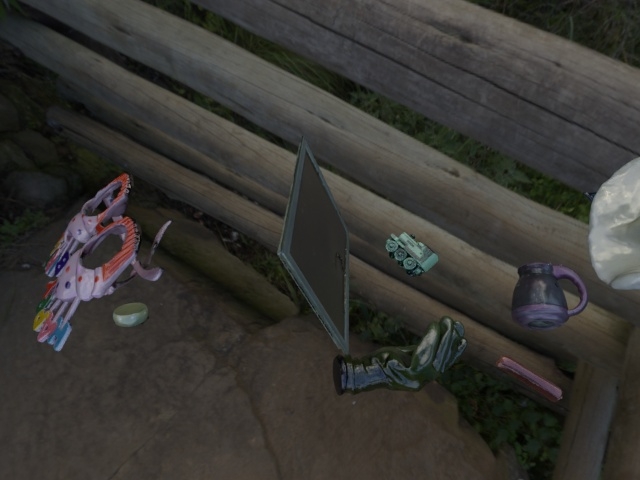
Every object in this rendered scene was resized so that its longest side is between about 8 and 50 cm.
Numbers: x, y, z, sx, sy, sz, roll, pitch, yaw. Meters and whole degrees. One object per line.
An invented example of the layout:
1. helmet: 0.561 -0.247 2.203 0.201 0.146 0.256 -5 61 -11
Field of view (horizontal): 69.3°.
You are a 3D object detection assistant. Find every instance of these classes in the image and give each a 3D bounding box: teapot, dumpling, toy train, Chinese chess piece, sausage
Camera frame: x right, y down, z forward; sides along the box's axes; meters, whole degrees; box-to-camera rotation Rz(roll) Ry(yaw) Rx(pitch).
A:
1. teapot: 0.497 0.115 1.030 0.115 0.148 0.146 19 61 -21
2. dumpling: 0.440 -0.027 0.503 0.242 0.187 0.318 9 49 49
3. toy train: 0.138 0.018 0.719 0.053 0.033 0.083 -41 51 1
4. Chinese chess piece: -0.476 0.187 1.163 0.084 0.084 0.034 3 106 9
5. sausage: 0.432 0.284 0.956 0.147 0.035 0.030 32 105 3

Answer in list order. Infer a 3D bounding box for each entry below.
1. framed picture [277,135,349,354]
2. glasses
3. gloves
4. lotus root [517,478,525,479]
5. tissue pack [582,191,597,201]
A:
1. framed picture: 0.000 0.000 0.692 0.015 0.217 0.274 -16 37 18
2. glasses: -0.263 0.022 0.560 0.162 0.095 0.255 -34 38 2
3. gloves: 0.150 0.219 0.830 0.267 0.135 0.107 -17 85 -15
4. lotus root: 0.346 0.463 0.717 0.234 0.119 0.138 0 47 9
5. tissue pack: 0.572 -0.070 0.911 0.085 0.137 0.028 52 132 25
